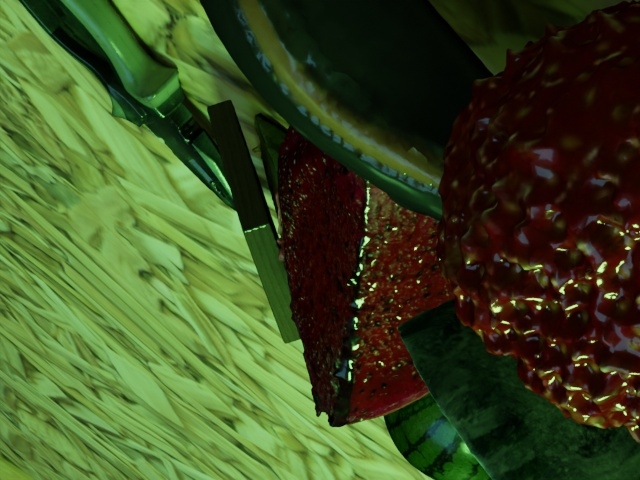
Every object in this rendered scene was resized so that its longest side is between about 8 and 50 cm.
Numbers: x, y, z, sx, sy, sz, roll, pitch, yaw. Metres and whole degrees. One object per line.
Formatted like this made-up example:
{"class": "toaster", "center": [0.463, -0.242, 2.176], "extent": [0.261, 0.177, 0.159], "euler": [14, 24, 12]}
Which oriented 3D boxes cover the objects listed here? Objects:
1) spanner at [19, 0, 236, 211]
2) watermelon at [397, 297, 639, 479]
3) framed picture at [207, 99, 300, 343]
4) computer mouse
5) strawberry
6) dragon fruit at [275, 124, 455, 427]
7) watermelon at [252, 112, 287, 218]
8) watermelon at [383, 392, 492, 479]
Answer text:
{"class": "spanner", "center": [-0.168, -0.147, 1.603], "extent": [0.325, 0.040, 0.095], "euler": [48, 157, -12]}
{"class": "watermelon", "center": [0.166, 0.142, 1.170], "extent": [0.289, 0.320, 0.213], "euler": [24, 143, 5]}
{"class": "framed picture", "center": [-0.049, -0.013, 1.538], "extent": [0.168, 0.023, 0.128], "euler": [73, 179, -55]}
{"class": "computer mouse", "center": [0.025, -0.110, 1.163], "extent": [0.323, 0.116, 0.183], "euler": [49, -167, 7]}
{"class": "strawberry", "center": [0.194, -0.004, 0.957], "extent": [0.261, 0.261, 0.257], "euler": [46, -171, -11]}
{"class": "dragon fruit", "center": [0.051, 0.012, 1.386], "extent": [0.189, 0.163, 0.261], "euler": [11, 131, 2]}
{"class": "watermelon", "center": [-0.006, 0.003, 1.599], "extent": [0.119, 0.063, 0.245], "euler": [42, 163, 39]}
{"class": "watermelon", "center": [0.112, 0.124, 1.512], "extent": [0.141, 0.141, 0.187], "euler": [42, 164, -1]}
